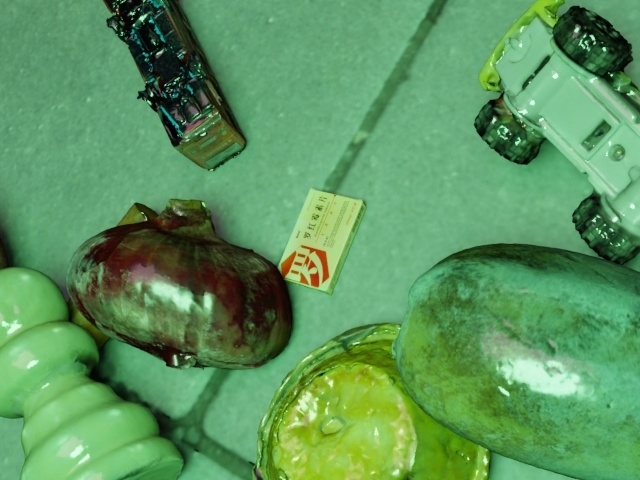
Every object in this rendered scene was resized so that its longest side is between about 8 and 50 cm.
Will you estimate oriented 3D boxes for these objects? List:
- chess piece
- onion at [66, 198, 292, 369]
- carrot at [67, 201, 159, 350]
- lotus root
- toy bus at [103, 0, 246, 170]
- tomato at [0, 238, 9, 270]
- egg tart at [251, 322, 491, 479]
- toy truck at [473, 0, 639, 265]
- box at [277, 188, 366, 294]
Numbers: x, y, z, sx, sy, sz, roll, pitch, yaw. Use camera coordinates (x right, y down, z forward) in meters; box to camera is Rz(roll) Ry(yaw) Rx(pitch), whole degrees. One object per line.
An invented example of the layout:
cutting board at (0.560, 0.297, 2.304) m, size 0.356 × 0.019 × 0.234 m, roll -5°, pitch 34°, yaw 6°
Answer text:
chess piece at (-0.234, 0.130, 0.824) m, size 0.133 × 0.133 × 0.243 m, roll -38°, pitch 71°, yaw 3°
onion at (-0.126, 0.040, 0.825) m, size 0.206 × 0.098 × 0.151 m, roll 8°, pitch 95°, yaw 7°
carrot at (-0.209, 0.063, 0.915) m, size 0.072 × 0.072 × 0.205 m, roll 37°, pitch 92°, yaw 31°
lotus root at (0.213, 0.093, 0.660) m, size 0.322 × 0.140 × 0.158 m, roll 16°, pitch 41°, yaw 16°
toy bus at (-0.152, -0.182, 0.976) m, size 0.073 × 0.096 × 0.235 m, roll -31°, pitch 60°, yaw 8°
tomato at (-0.443, 0.049, 0.919) m, size 0.270 × 0.227 × 0.270 m, roll -8°, pitch 67°, yaw 20°
egg tart at (0.032, 0.163, 0.755) m, size 0.212 × 0.090 × 0.212 m, roll -11°, pitch 63°, yaw 22°
toy truck at (0.243, -0.073, 0.754) m, size 0.286 × 0.111 × 0.136 m, roll 53°, pitch 125°, yaw 23°
box at (0.000, 0.000, 0.878) m, size 0.058 × 0.015 × 0.093 m, roll 14°, pitch 73°, yaw 29°
